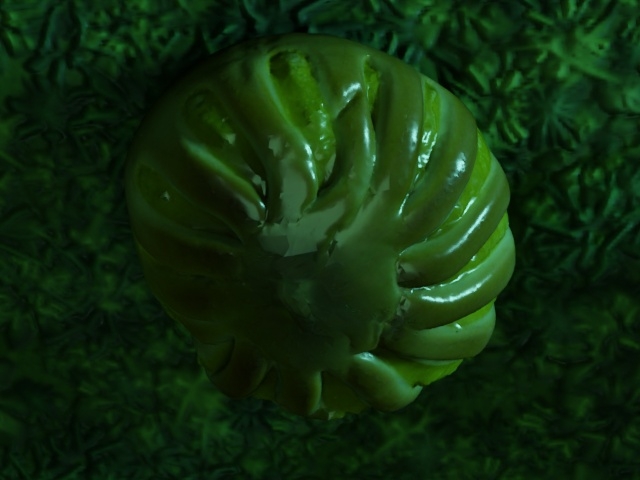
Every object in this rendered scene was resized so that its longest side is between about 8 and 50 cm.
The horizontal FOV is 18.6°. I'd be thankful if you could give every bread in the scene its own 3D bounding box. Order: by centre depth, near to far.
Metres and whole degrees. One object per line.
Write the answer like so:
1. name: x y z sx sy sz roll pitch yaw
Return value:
1. bread: 0.000 0.000 0.986 0.213 0.105 0.213 2 119 3
